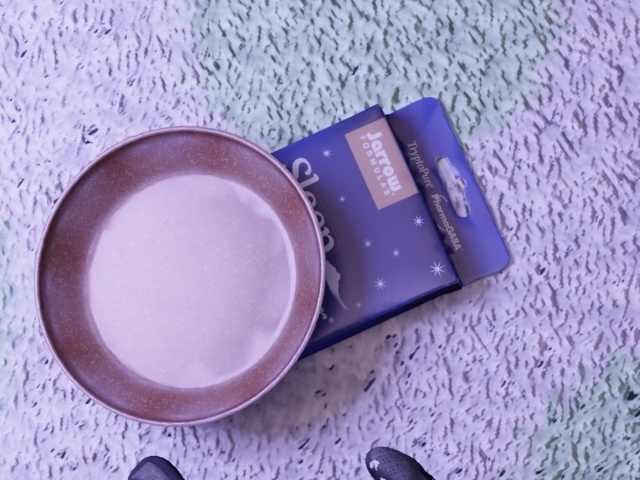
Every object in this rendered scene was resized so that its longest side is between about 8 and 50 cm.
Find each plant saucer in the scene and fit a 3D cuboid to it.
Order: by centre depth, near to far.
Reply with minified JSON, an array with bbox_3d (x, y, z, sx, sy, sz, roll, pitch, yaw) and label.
[{"bbox_3d":[-0.090,0.024,1.140,0.198,0.036,0.199,-2,80,13],"label":"plant saucer"}]

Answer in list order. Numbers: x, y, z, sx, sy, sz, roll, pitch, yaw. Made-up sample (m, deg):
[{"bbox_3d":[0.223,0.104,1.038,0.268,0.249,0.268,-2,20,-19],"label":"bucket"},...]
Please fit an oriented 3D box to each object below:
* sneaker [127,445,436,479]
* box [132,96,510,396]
[{"bbox_3d":[0.084,0.227,1.028,0.482,0.185,0.202,12,60,-1],"label":"sneaker"},{"bbox_3d":[0.000,0.000,1.165,0.225,0.036,0.136,-24,77,3],"label":"box"}]
